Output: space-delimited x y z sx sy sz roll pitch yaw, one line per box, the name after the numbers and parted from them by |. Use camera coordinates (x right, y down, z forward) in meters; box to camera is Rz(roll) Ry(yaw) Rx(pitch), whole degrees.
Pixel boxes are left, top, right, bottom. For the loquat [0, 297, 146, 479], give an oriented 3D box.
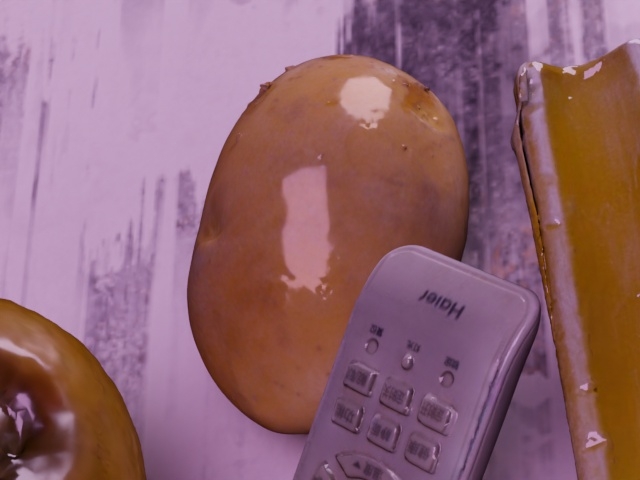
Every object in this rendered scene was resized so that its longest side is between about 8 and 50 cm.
-0.224 0.158 0.872 0.275 0.275 0.274 -9 62 17 | loquat

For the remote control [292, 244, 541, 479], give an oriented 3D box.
0.031 0.162 0.842 0.109 0.055 0.313 23 95 43 | remote control

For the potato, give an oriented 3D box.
0.000 0.000 0.938 0.150 0.146 0.233 -12 56 51 | potato

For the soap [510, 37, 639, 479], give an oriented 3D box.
0.166 0.054 0.815 0.089 0.173 0.274 -12 61 12 | soap
